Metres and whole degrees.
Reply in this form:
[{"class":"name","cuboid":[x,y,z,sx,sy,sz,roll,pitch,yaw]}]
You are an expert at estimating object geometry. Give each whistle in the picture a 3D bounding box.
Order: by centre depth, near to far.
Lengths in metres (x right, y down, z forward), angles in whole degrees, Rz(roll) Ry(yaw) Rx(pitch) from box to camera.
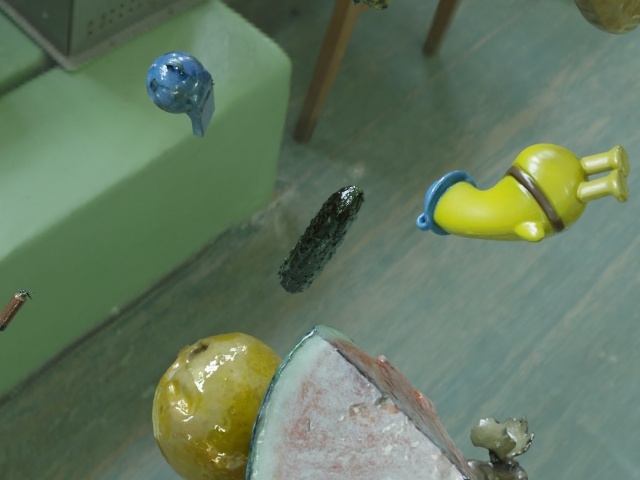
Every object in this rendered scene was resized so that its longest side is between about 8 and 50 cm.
[{"class":"whistle","cuboid":[-0.190,-0.203,1.400,0.090,0.158,0.090,1,71,-3]}]

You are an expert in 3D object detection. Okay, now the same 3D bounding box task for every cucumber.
[{"class":"cucumber","cuboid":[0.000,0.000,1.899,0.072,0.303,0.081,34,52,-1]}]

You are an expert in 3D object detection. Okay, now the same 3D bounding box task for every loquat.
[{"class":"loquat","cuboid":[-0.132,0.263,1.549,0.244,0.244,0.244,7,54,-10]}]

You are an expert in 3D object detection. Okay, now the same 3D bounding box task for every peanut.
[{"class":"peanut","cuboid":[0.388,-0.413,1.523,0.313,0.149,0.149,27,43,-42]}]

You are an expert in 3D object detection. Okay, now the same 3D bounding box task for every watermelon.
[{"class":"watermelon","cuboid":[0.043,0.296,1.391,0.292,0.250,0.283,53,19,26]}]

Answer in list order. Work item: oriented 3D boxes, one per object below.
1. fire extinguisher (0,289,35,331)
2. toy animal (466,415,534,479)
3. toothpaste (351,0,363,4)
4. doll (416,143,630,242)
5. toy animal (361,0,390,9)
[{"class":"fire extinguisher","cuboid":[-0.483,0.108,1.644,0.028,0.083,0.022,34,15,-22]},{"class":"toy animal","cuboid":[0.235,0.364,1.579,0.214,0.094,0.186,-10,85,-9]},{"class":"toothpaste","cuboid":[0.147,-0.323,1.206,0.239,0.039,0.062,-16,76,3]},{"class":"doll","cuboid":[0.319,-0.068,1.708,0.363,0.145,0.199,-14,39,30]},{"class":"toy animal","cuboid":[-0.041,-0.192,0.705,0.181,0.136,0.073,-7,89,6]}]
